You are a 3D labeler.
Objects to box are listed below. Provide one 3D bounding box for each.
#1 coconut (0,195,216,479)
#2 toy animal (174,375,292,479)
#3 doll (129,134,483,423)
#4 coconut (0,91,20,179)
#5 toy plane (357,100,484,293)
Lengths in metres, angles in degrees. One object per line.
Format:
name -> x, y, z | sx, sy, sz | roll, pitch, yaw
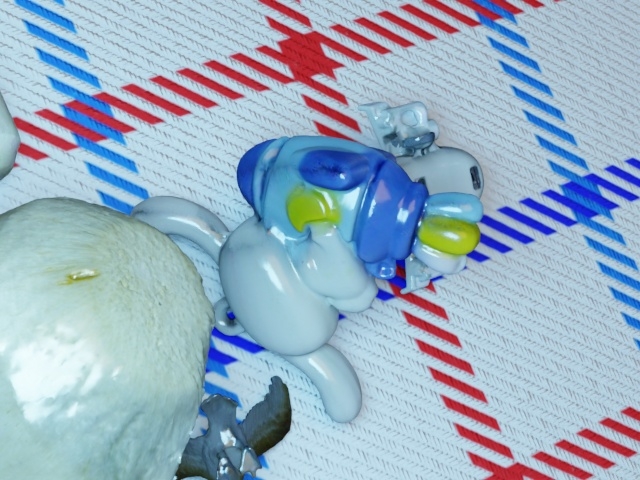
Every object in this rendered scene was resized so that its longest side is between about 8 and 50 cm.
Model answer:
coconut -> -0.319, 0.151, 1.553 | 0.345, 0.415, 0.415 | 49, 60, -19
toy animal -> -0.124, 0.275, 1.711 | 0.272, 0.160, 0.197 | -13, 79, -19
doll -> 0.000, -0.004, 1.776 | 0.376, 0.365, 0.187 | 39, 22, -19
coconut -> -0.454, -0.138, 1.698 | 0.171, 0.171, 0.183 | -30, 88, -29
toy plane -> 0.105, -0.059, 1.927 | 0.266, 0.122, 0.267 | 0, 90, -28
